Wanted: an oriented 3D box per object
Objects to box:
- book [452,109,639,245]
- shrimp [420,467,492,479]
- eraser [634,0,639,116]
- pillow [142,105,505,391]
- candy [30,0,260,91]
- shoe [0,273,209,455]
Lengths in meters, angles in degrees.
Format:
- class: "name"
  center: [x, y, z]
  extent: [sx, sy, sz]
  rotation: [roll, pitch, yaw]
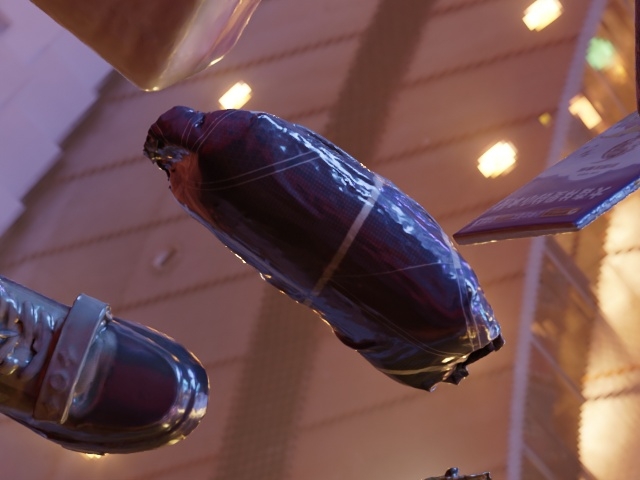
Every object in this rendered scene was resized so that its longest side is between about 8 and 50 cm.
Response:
- class: "book"
  center: [0.318, -0.085, 1.791]
  extent: [0.322, 0.018, 0.228]
  rotation: [-33, -169, -26]
- class: "shrimp"
  center: [0.083, 0.275, 1.579]
  extent: [0.217, 0.051, 0.115]
  rotation: [-19, -133, -33]
- class: "eraser"
  center: [0.357, -0.155, 1.042]
  extent: [0.082, 0.213, 0.396]
  rotation: [-14, -161, -30]
- class: "pillow"
  center: [0.000, 0.000, 1.370]
  extent: [0.092, 0.335, 0.161]
  rotation: [-53, 180, -41]
- class: "candy"
  center: [-0.174, -0.277, 1.074]
  extent: [0.208, 0.358, 0.145]
  rotation: [-52, 178, 28]
- class: "shoe"
  center: [-0.236, 0.079, 1.254]
  extent: [0.292, 0.149, 0.109]
  rotation: [13, -105, 24]
